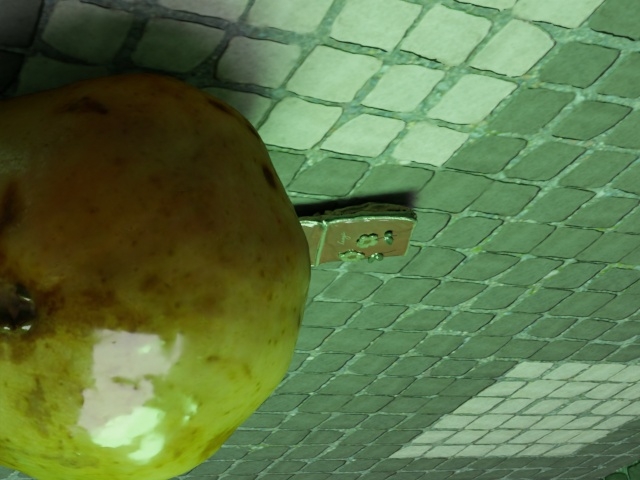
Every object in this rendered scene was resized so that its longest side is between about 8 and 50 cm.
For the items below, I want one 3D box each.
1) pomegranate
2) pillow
[{"bbox_3d":[-0.185,0.038,0.984,0.410,0.410,0.410,-9,151,-5],"label":"pomegranate"},{"bbox_3d":[0.000,0.000,1.291,0.232,0.043,0.126,-7,152,-6],"label":"pillow"}]
